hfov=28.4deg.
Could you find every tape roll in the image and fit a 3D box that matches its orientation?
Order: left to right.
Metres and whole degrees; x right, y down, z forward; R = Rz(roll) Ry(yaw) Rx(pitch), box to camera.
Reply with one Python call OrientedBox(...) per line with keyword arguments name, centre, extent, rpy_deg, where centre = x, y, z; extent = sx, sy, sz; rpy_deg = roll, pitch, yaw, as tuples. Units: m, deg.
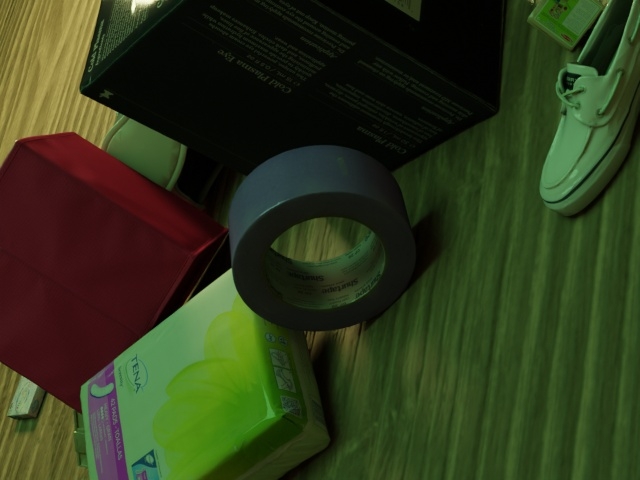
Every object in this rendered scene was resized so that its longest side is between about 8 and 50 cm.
OrientedBox(name="tape roll", centre=(0.000, 0.000, 1.305), extent=(0.189, 0.189, 0.080), rpy_deg=(-47, 31, 27))

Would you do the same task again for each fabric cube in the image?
OrientedBox(name="fabric cube", centre=(-0.307, 0.037, 1.633), extent=(0.259, 0.258, 0.254), rpy_deg=(-57, 1, 9))

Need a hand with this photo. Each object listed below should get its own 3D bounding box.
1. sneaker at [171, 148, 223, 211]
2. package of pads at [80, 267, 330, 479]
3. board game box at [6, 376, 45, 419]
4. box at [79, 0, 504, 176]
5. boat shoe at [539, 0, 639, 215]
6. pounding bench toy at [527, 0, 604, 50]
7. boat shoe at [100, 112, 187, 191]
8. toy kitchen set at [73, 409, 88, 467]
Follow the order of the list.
OrientedBox(name="sneaker", centre=(-0.157, -0.177, 1.846), extent=(0.131, 0.112, 0.319), rpy_deg=(15, 82, 46))
OrientedBox(name="package of pads", centre=(-0.136, 0.189, 1.404), extent=(0.296, 0.101, 0.229), rpy_deg=(-37, 45, 23))
OrientedBox(name="board game box", centre=(-0.475, 0.247, 2.075), extent=(0.090, 0.020, 0.090), rpy_deg=(-15, 53, 55))
OrientedBox(name="box", centre=(-0.031, -0.221, 1.387), extent=(0.312, 0.343, 0.178), rpy_deg=(-29, 44, 46))
OrientedBox(name="boat shoe", centre=(0.244, -0.136, 1.131), extent=(0.226, 0.076, 0.083), rpy_deg=(-63, 27, -1))
OrientedBox(name="pounding bench toy", centre=(0.248, -0.210, 1.223), extent=(0.052, 0.083, 0.065), rpy_deg=(-54, -3, 11))
OrientedBox(name="boat shoe", centre=(-0.226, -0.177, 1.759), extent=(0.099, 0.116, 0.319), rpy_deg=(-73, 0, -70))
OrientedBox(name="toy kitchen set", centre=(-0.290, 0.264, 1.745), extent=(0.068, 0.075, 0.083), rpy_deg=(4, 104, 22))
